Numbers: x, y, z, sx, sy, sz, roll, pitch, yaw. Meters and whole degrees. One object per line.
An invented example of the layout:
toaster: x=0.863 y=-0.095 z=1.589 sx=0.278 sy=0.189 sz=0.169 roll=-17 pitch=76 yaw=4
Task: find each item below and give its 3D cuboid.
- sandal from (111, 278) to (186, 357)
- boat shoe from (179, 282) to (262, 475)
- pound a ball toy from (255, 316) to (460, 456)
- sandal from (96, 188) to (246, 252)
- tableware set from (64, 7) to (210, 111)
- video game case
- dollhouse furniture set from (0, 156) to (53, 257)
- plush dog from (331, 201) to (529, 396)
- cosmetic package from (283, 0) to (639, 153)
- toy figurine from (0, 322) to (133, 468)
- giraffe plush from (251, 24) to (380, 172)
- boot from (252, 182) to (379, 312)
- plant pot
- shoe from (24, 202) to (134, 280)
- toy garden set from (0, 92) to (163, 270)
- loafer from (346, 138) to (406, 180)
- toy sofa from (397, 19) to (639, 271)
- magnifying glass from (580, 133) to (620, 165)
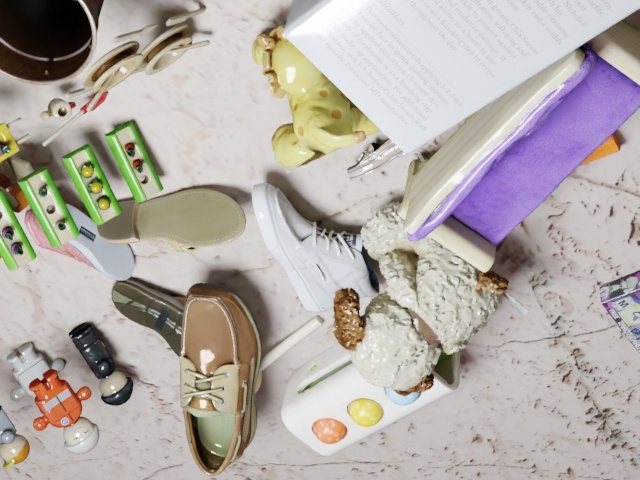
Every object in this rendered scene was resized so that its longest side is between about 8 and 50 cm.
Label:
sandal: x=-0.227 y=0.124 z=1.993 sx=0.219 sy=0.060 sz=0.090 roll=31 pitch=125 yaw=1
boat shoe: x=-0.156 y=0.221 z=1.922 sx=0.122 sy=0.120 sz=0.324 roll=4 pitch=122 yaw=14
pound a ball toy: x=0.031 y=0.221 z=1.978 sx=0.319 sy=0.136 sz=0.208 roll=-33 pitch=119 yaw=32
sandal: x=-0.205 y=-0.022 z=1.856 sx=0.240 sy=0.088 sz=0.079 roll=-2 pitch=163 yaw=21
tableware set: x=-0.222 y=-0.221 z=1.583 sx=0.128 sy=0.194 sz=0.039 roll=-40 pitch=87 yaw=36
video game case: x=0.556 y=0.114 z=1.850 sx=0.210 sy=0.042 sz=0.232 roll=-25 pitch=124 yaw=27
dollhouse furniture set: x=-0.538 y=-0.002 z=1.817 sx=0.259 sy=0.262 sz=0.135 roll=19 pitch=146 yaw=41
plush dog: x=0.138 y=0.111 z=1.760 sx=0.225 sy=0.210 sz=0.262 roll=-47 pitch=119 yaw=-5
cosmetic package: x=0.201 y=-0.320 z=1.434 sx=0.453 sy=0.161 sz=0.230 roll=-31 pitch=120 yaw=32
toy figurine: x=-0.430 y=0.256 z=2.038 sx=0.209 sy=0.213 sz=0.148 roll=-20 pitch=112 yaw=24
giraffe plush: x=-0.012 y=-0.195 z=1.603 sx=0.181 sy=0.210 sz=0.170 roll=-19 pitch=97 yaw=29
boot: x=0.000 y=0.000 z=1.823 sx=0.123 sy=0.095 sz=0.258 roll=-15 pitch=136 yaw=15
plant pot: x=-0.333 y=-0.305 z=1.540 sx=0.167 sy=0.165 sz=0.167 roll=5 pitch=134 yaw=6
shoe: x=-0.362 y=0.002 z=1.902 sx=0.081 sy=0.063 sz=0.178 roll=-1 pitch=148 yaw=41
toy garden set: x=-0.355 y=-0.098 z=1.715 sx=0.244 sy=0.049 sz=0.204 roll=-30 pitch=116 yaw=-16
loafer: x=0.086 y=-0.125 z=1.720 sx=0.125 sy=0.045 sz=0.039 roll=-26 pitch=106 yaw=22
toy sofa: x=0.263 y=-0.118 z=1.580 sx=0.150 sy=0.177 sz=0.362 roll=33 pitch=124 yaw=-15
magnifying glass: x=0.294 y=-0.095 z=1.720 sx=0.231 sy=0.026 sz=0.092 roll=-20 pitch=126 yaw=28
